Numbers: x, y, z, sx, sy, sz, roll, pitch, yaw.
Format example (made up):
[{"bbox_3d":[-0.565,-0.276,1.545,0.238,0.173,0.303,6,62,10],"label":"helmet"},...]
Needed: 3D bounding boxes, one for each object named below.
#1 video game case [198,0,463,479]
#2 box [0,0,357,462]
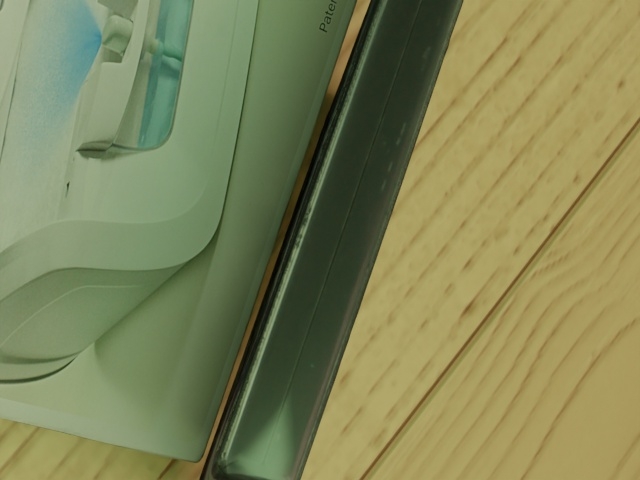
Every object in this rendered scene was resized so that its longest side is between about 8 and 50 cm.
[{"bbox_3d":[0.000,0.000,0.566,0.026,0.274,0.196,20,76,-3],"label":"video game case"},{"bbox_3d":[-0.117,-0.087,0.532,0.231,0.127,0.262,22,87,-43],"label":"box"}]
